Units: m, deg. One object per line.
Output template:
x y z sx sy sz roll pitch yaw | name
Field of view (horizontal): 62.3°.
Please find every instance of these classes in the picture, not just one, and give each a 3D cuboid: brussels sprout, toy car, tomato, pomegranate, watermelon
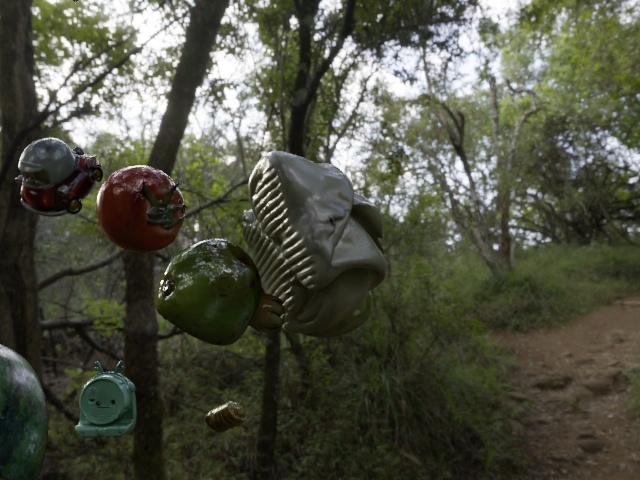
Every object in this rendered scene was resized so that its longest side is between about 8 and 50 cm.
0.003 0.155 1.561 0.317 0.242 0.273 27 21 4 | brussels sprout
-0.449 -0.121 0.897 0.112 0.139 0.112 13 -39 19 | toy car
-0.523 -0.091 1.551 0.225 0.255 0.256 5 -3 25 | tomato
-0.169 0.094 0.974 0.241 0.159 0.190 32 9 -2 | pomegranate
-0.663 0.298 0.917 0.293 0.283 0.250 -17 -50 -6 | watermelon

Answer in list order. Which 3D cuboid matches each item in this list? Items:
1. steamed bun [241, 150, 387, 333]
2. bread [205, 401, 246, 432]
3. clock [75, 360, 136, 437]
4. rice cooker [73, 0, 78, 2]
0.000 0.000 1.147 0.255 0.367 0.342 -13 -19 -28 | steamed bun
-0.174 0.328 0.979 0.088 0.049 0.033 -29 13 29 | bread
-0.615 0.452 1.519 0.159 0.210 0.066 -4 -10 2 | clock
-0.334 -0.471 0.694 0.281 0.227 0.241 -18 31 41 | rice cooker
